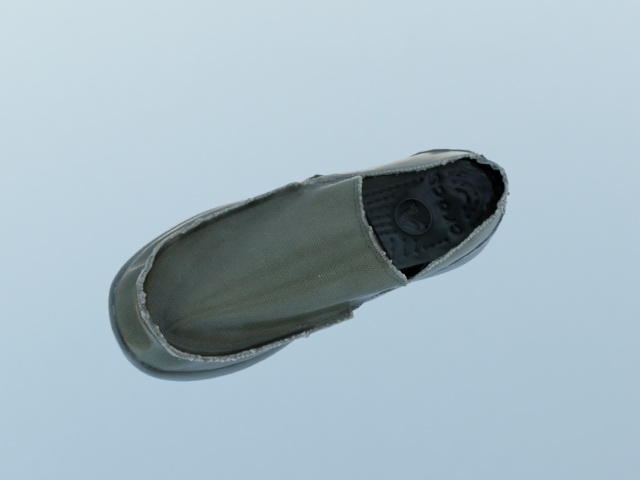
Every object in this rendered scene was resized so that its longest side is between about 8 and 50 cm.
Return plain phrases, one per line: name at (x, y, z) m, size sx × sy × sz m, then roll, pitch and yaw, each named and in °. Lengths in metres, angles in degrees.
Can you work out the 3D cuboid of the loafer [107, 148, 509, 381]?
loafer at (0.000, 0.000, 0.871) m, size 0.251 × 0.094 × 0.087 m, roll -24°, pitch 173°, yaw -24°
